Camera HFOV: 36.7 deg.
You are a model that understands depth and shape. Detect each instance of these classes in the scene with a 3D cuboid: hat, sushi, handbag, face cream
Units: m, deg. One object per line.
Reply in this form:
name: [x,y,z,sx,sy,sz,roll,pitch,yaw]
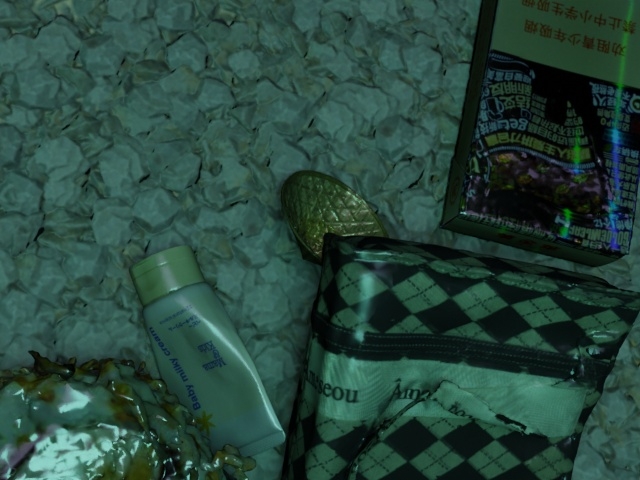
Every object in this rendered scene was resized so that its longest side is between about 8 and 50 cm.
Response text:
hat: [0.000,0.000,1.041,0.146,0.067,0.146,27,38,-24]
sushi: [-0.238,0.300,0.877,0.418,0.176,0.417,1,79,-5]
handbag: [0.124,0.216,0.934,0.317,0.180,0.416,9,95,-11]
face cream: [-0.122,0.119,0.984,0.114,0.070,0.224,-27,81,29]

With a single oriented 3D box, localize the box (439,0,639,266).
box: [0.264,-0.143,1.093,0.198,0.084,0.310,14,78,-7]
